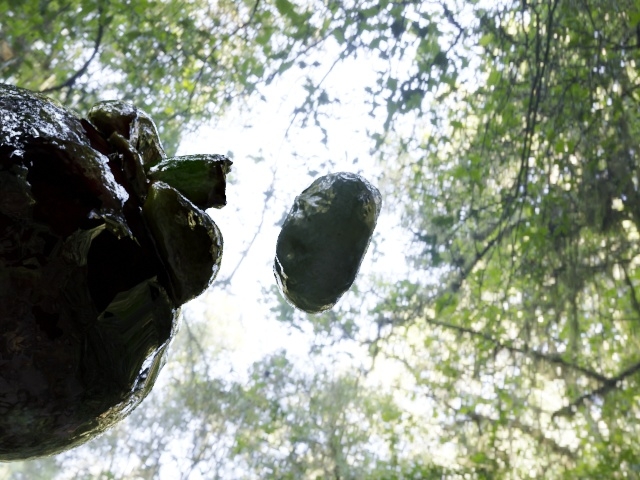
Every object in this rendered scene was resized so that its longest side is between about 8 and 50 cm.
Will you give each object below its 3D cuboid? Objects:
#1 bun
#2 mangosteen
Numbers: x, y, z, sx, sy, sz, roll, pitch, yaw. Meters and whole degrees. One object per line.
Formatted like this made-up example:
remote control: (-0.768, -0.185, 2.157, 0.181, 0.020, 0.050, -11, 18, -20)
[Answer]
bun: (0.000, 0.000, 0.393, 0.045, 0.083, 0.083, 27, -48, -6)
mangosteen: (-0.161, 0.018, 0.426, 0.216, 0.216, 0.216, 9, -49, 11)
